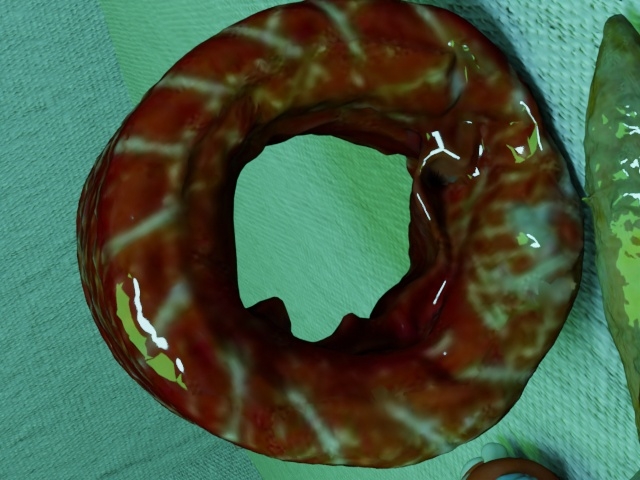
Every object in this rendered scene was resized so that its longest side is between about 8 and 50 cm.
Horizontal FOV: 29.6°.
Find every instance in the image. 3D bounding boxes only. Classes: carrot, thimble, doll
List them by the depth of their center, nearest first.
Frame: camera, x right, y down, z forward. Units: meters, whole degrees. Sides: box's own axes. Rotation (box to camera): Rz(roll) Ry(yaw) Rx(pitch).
[{"bbox_3d":[0.202,-0.002,0.701,0.102,0.102,0.263,-170,64,-73],"label":"carrot"},{"bbox_3d":[0.000,0.000,0.894,0.350,0.350,0.230,66,166,-1],"label":"thimble"},{"bbox_3d":[0.176,0.276,1.108,0.290,0.130,0.161,-110,22,-84],"label":"doll"}]

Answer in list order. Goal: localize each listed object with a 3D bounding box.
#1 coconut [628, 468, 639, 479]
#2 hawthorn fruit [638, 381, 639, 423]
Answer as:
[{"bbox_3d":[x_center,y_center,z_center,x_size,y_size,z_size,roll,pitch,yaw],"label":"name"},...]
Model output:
[{"bbox_3d":[0.227,0.196,0.596,0.241,0.241,0.241,58,164,28],"label":"coconut"},{"bbox_3d":[0.239,0.080,0.359,0.284,0.284,0.284,58,164,28],"label":"hawthorn fruit"}]
